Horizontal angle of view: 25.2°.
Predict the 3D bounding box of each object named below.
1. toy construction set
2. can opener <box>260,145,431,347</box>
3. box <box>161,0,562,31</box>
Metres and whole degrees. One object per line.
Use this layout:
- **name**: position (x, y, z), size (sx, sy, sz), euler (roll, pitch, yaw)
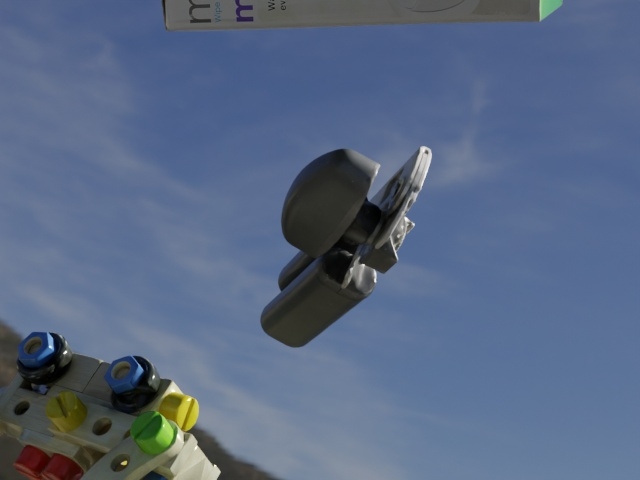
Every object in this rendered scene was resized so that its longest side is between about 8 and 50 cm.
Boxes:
- **toy construction set**: position (-0.220, 0.183, 1.162), size (0.327, 0.215, 0.151), euler (19, -29, 22)
- **can opener**: position (0.000, 0.000, 1.033), size (0.095, 0.076, 0.283), euler (28, -25, -9)
- **box**: position (0.038, -0.209, 0.945), size (0.231, 0.127, 0.262), euler (-1, 11, 12)
